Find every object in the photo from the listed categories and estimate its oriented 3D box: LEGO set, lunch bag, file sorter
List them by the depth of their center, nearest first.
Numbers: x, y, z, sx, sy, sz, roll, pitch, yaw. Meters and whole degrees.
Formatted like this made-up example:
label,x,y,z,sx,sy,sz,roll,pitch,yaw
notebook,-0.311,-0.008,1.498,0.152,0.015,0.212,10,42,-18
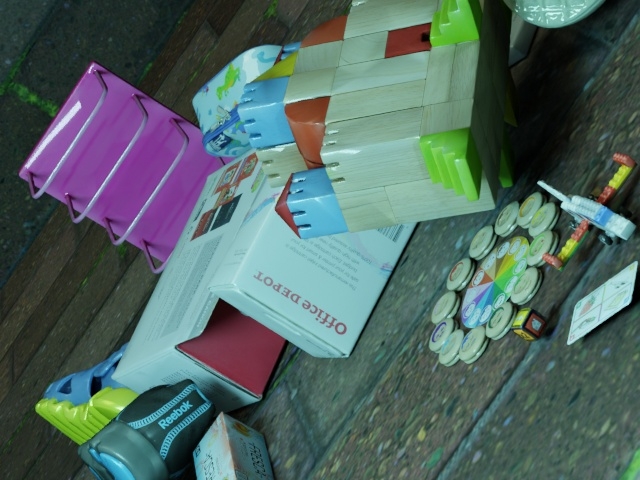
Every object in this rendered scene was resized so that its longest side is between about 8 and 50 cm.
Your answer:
label,x,y,z,sx,sy,sz,roll,pitch,yaw
LEGO set,0.237,-0.016,1.383,0.244,0.060,0.182,-42,19,42
lunch bag,-0.035,-0.169,2.134,0.176,0.219,0.090,-34,62,43
file sorter,-0.254,-0.083,2.464,0.202,0.290,0.182,-55,20,8

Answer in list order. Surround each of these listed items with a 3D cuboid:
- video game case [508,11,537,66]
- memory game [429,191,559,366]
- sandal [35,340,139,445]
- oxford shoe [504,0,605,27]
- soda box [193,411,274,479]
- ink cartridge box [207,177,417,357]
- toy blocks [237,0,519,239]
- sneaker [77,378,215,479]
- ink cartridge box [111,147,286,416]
label,x,y,z,sx,sy,sz,roll,pitch,yaw
video game case,0.195,-0.251,1.963,0.212,0.023,0.193,-30,31,56
memory game,0.158,0.035,1.580,0.186,0.012,0.186,-50,19,24
sandal,-0.278,0.209,2.321,0.317,0.126,0.138,-13,43,55
oxford shoe,0.334,-0.388,1.623,0.449,0.169,0.130,-48,-2,30
soda box,-0.090,0.252,1.804,0.063,0.058,0.183,-55,16,11
ink cartridge box,0.000,0.000,1.835,0.212,0.154,0.093,-63,18,-16
toy blocks,0.044,-0.135,1.689,0.261,0.191,0.381,-10,38,17
sneaker,-0.194,0.246,2.004,0.139,0.125,0.341,-42,1,-16
ink cartridge box,-0.091,0.042,2.053,0.272,0.130,0.309,-27,35,60
